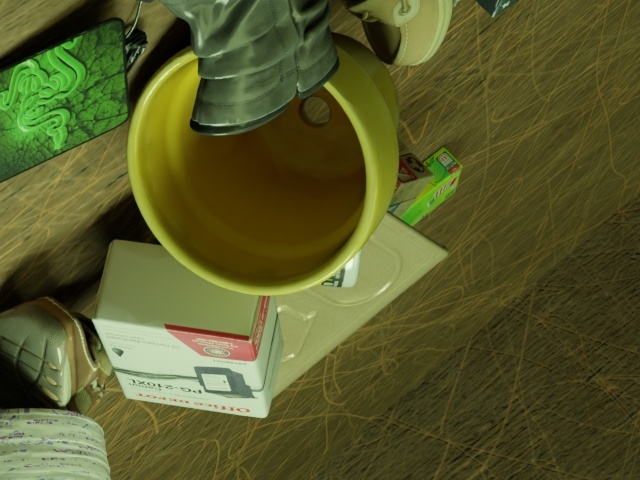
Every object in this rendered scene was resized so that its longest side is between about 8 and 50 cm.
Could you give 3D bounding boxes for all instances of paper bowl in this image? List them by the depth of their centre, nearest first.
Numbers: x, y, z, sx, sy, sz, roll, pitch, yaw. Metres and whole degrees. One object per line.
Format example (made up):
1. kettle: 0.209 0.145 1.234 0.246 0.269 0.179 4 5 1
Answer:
1. paper bowl: -0.363 0.291 1.844 0.284 0.148 0.284 -11 161 -4

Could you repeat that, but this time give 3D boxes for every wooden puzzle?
1. wooden puzzle: -0.051 0.045 2.121 0.322 0.080 0.348 -40 145 17

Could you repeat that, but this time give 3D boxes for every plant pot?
1. plant pot: -0.032 -0.102 1.705 0.254 0.254 0.239 -51 178 26

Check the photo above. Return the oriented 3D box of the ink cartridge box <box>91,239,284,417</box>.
1. ink cartridge box: -0.139 0.101 1.874 0.237 0.172 0.100 84 16 -65

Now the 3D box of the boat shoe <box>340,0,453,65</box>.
1. boat shoe: 0.051 -0.275 1.671 0.110 0.122 0.341 -34 152 -15

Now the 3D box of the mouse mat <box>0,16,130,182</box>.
1. mouse mat: -0.236 -0.118 1.512 0.152 0.007 0.190 -27 159 -15

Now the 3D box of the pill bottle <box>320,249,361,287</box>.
1. pill bottle: -0.060 -0.016 1.863 0.119 0.208 0.119 -175 -90 -88

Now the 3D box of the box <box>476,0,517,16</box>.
1. box: 0.165 -0.335 1.691 0.093 0.158 0.156 -35 163 -26

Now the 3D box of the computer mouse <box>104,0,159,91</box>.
1. computer mouse: -0.148 -0.200 1.501 0.071 0.041 0.242 -28 158 -45

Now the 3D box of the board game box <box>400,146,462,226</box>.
1. board game box: 0.124 -0.052 2.523 0.181 0.043 0.092 -39 163 -17

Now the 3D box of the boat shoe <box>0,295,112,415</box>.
1. boat shoe: -0.289 0.126 1.886 0.116 0.123 0.324 -44 172 -23

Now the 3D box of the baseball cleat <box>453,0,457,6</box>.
1. baseball cleat: 0.112 -0.294 1.860 0.109 0.072 0.206 -4 173 -7

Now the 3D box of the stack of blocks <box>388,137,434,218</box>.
1. stack of blocks: 0.000 0.000 2.279 0.171 0.087 0.297 -18 151 -56

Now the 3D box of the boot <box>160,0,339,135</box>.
1. boot: -0.093 -0.179 1.379 0.338 0.118 0.223 -24 127 -40
